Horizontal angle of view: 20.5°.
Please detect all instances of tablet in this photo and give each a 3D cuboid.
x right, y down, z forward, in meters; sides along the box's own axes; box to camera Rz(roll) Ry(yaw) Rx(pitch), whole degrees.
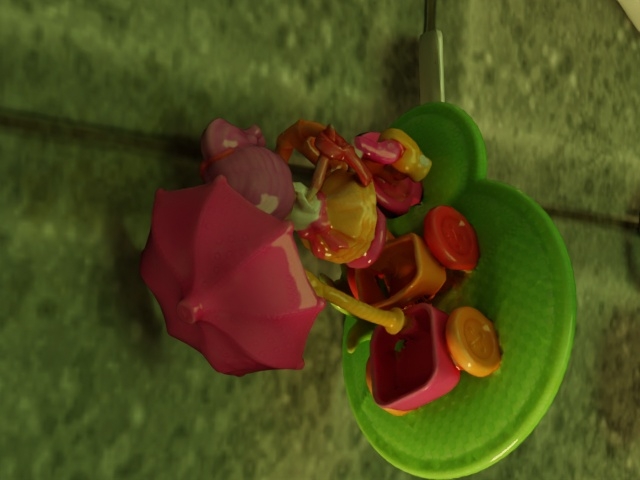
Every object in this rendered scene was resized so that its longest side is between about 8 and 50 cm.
[{"bbox_3d":[0.052,-0.055,0.823,0.054,0.006,0.083,-141,-131,-84],"label":"tablet"}]

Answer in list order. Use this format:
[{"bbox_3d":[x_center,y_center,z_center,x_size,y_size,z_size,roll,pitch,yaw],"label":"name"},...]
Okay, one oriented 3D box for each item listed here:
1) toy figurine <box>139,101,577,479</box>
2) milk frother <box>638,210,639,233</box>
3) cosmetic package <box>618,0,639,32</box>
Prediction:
[{"bbox_3d":[0.000,0.000,0.712,0.159,0.130,0.173,18,54,-42],"label":"toy figurine"},{"bbox_3d":[0.253,0.041,1.004,0.129,0.134,0.143,-68,152,-75],"label":"milk frother"},{"bbox_3d":[0.308,-0.317,0.855,0.329,0.393,0.327,44,60,-45],"label":"cosmetic package"}]
